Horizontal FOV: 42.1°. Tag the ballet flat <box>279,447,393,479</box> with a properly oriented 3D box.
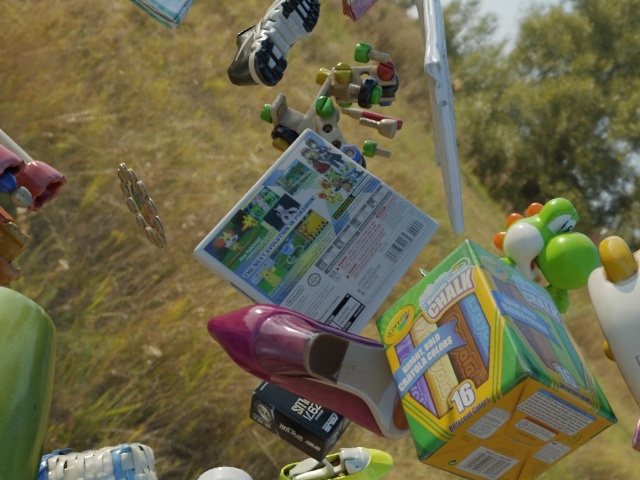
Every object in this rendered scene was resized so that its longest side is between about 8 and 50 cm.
[{"bbox_3d":[0.028,0.447,1.629,0.077,0.231,0.077,-106,-178,-55],"label":"ballet flat"}]

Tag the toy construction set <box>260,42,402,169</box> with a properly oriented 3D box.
[{"bbox_3d":[0.023,-0.260,1.686,0.237,0.257,0.309,17,6,15],"label":"toy construction set"}]

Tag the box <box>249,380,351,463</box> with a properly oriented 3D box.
[{"bbox_3d":[-0.008,0.253,1.389,0.147,0.077,0.180,30,48,17],"label":"box"}]

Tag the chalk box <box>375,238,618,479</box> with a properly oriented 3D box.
[{"bbox_3d":[0.204,0.136,1.055,0.180,0.179,0.289,28,30,-33],"label":"chalk box"}]

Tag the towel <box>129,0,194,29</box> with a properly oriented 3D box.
[{"bbox_3d":[-0.180,-0.332,0.969,0.113,0.152,0.023,34,-25,-15],"label":"towel"}]

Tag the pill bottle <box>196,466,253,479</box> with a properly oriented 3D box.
[{"bbox_3d":[-0.147,0.474,1.269,0.136,0.136,0.246,41,20,-27],"label":"pill bottle"}]

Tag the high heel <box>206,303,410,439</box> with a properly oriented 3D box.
[{"bbox_3d":[0.013,0.177,1.165,0.181,0.127,0.377,11,-21,37],"label":"high heel"}]

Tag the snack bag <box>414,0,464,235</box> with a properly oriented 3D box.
[{"bbox_3d":[0.163,-0.219,1.166,0.323,0.037,0.342,72,16,-47],"label":"snack bag"}]

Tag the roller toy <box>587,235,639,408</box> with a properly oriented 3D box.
[{"bbox_3d":[0.393,0.101,0.943,0.209,0.146,0.191,43,29,-46],"label":"roller toy"}]

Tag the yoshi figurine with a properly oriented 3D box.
[{"bbox_3d":[0.379,0.091,1.560,0.203,0.362,0.203,40,7,-1],"label":"yoshi figurine"}]

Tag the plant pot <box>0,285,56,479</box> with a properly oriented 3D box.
[{"bbox_3d":[-0.430,0.200,0.967,0.275,0.275,0.293,41,40,-26],"label":"plant pot"}]

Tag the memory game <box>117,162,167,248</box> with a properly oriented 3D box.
[{"bbox_3d":[-0.351,-0.065,1.627,0.186,0.012,0.186,46,-27,32],"label":"memory game"}]

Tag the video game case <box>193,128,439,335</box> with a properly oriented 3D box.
[{"bbox_3d":[0.000,0.000,1.427,0.300,0.329,0.036,37,-27,6],"label":"video game case"}]

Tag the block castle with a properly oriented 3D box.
[{"bbox_3d":[-0.633,0.019,1.344,0.213,0.453,0.303,43,-2,1],"label":"block castle"}]

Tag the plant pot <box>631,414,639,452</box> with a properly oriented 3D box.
[{"bbox_3d":[0.558,0.236,1.153,0.180,0.201,0.201,23,7,19],"label":"plant pot"}]

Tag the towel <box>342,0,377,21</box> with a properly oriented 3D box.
[{"bbox_3d":[0.131,-0.559,1.501,0.037,0.237,0.329,47,-9,17],"label":"towel"}]

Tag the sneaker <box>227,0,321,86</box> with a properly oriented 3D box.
[{"bbox_3d":[-0.081,-0.327,1.320,0.078,0.106,0.234,51,50,-34],"label":"sneaker"}]

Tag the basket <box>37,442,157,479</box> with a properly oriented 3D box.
[{"bbox_3d":[-0.378,0.440,1.249,0.201,0.289,0.255,96,-22,-74],"label":"basket"}]
